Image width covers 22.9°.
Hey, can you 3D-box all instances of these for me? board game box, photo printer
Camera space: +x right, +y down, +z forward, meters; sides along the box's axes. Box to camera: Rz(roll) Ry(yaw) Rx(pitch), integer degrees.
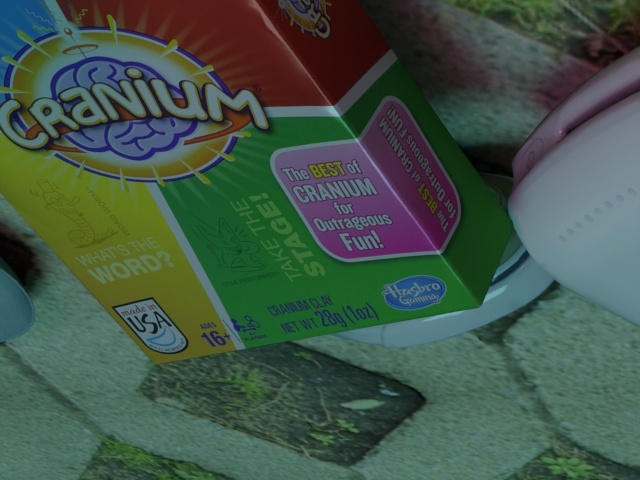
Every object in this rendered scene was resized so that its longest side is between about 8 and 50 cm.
[{"bbox_3d":[-0.083,-0.076,0.818,0.242,0.064,0.316,-13,127,38],"label":"board game box"},{"bbox_3d":[0.272,-0.013,0.832,0.307,0.107,0.256,27,148,-26],"label":"photo printer"}]

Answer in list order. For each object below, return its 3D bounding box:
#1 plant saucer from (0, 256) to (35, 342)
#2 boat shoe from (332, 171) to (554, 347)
[{"bbox_3d":[-0.303,0.018,1.181,0.194,0.037,0.195,9,151,5],"label":"plant saucer"},{"bbox_3d":[0.000,0.000,0.965,0.302,0.109,0.094,-5,144,33],"label":"boat shoe"}]
